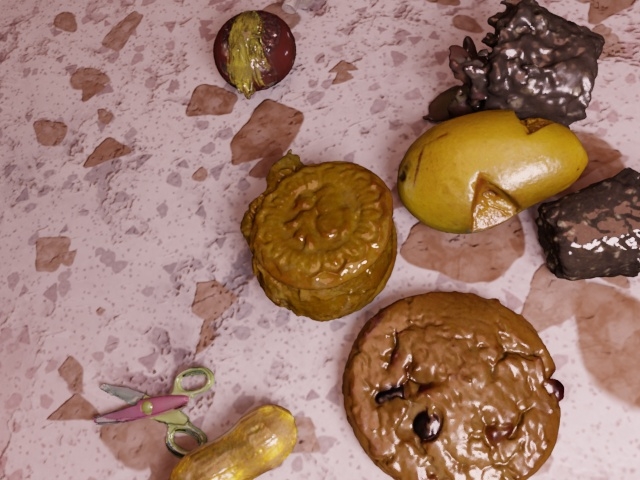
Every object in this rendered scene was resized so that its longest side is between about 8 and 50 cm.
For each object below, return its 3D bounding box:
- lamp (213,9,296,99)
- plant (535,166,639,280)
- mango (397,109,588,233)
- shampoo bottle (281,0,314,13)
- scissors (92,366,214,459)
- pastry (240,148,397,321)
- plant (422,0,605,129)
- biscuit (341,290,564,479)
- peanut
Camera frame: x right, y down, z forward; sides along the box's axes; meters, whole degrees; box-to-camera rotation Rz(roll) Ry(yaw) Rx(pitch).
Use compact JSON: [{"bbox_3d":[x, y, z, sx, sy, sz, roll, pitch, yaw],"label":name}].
[{"bbox_3d":[-0.124,-0.356,0.975,0.156,0.135,0.157,-40,64,-7],"label":"lamp"},{"bbox_3d":[0.409,-0.017,0.731,0.194,0.132,0.129,-12,69,11],"label":"plant"},{"bbox_3d":[0.242,-0.103,0.778,0.262,0.130,0.167,-20,77,22],"label":"mango"},{"bbox_3d":[-0.019,-0.582,1.076,0.092,0.092,0.303,13,71,16],"label":"shampoo bottle"},{"bbox_3d":[-0.254,0.255,0.806,0.187,0.020,0.133,2,72,11],"label":"scissors"},{"bbox_3d":[0.000,0.000,0.815,0.235,0.132,0.240,17,65,27],"label":"pastry"},{"bbox_3d":[0.300,-0.260,0.827,0.234,0.204,0.178,21,70,12],"label":"plant"},{"bbox_3d":[0.172,0.198,0.715,0.296,0.075,0.296,-4,67,9],"label":"biscuit"},{"bbox_3d":[-0.123,0.301,0.726,0.206,0.087,0.087,-35,65,-6],"label":"peanut"}]
